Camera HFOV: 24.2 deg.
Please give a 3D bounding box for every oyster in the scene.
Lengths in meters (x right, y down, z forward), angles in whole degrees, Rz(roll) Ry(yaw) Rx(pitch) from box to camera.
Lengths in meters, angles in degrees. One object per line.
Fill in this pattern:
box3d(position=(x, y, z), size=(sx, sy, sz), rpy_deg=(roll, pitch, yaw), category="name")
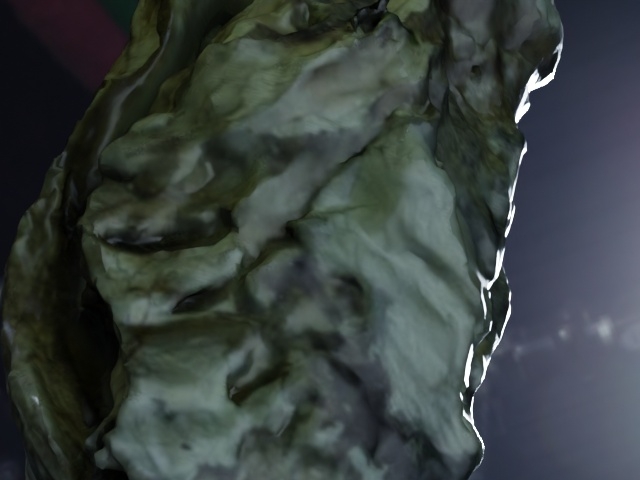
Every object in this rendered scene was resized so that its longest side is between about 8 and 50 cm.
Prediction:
box3d(position=(-0.002, 0.001, 0.419), size=(0.162, 0.158, 0.351), rpy_deg=(51, -153, -34), category="oyster")
